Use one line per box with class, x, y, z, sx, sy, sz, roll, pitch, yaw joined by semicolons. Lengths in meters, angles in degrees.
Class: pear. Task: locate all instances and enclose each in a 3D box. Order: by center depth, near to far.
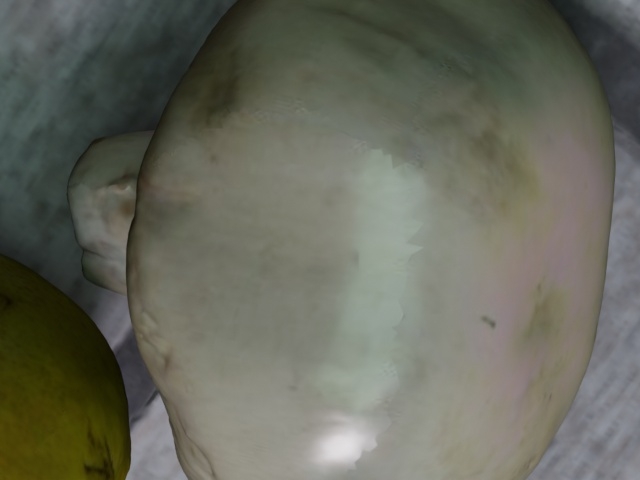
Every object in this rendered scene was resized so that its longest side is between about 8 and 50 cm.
pear;-0.181;0.084;0.822;0.200;0.200;0.200;-2;102;-8

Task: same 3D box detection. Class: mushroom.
mushroom;0.000;0.000;0.837;0.260;0.234;0.254;-58;143;-32
